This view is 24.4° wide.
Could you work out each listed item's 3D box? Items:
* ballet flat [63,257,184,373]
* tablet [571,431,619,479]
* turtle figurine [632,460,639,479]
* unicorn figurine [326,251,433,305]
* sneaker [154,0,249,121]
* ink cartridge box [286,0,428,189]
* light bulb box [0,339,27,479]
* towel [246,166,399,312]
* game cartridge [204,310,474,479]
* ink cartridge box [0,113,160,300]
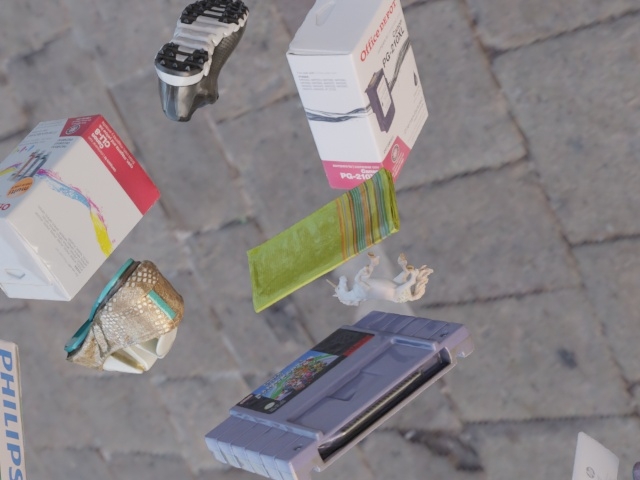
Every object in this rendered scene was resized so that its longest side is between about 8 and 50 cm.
[{"bbox_3d":[-0.151,0.073,1.147,0.067,0.073,0.206,40,159,-3],"label":"ballet flat"},{"bbox_3d":[0.265,0.229,1.430,0.054,0.083,0.006,35,133,-17],"label":"tablet"},{"bbox_3d":[0.401,0.235,1.362,0.234,0.175,0.118,-18,117,36],"label":"turtle figurine"},{"bbox_3d":[0.085,0.066,2.286,0.162,0.060,0.111,16,135,6],"label":"unicorn figurine"},{"bbox_3d":[-0.152,-0.226,1.860,0.078,0.234,0.106,14,126,8],"label":"sneaker"},{"bbox_3d":[0.055,-0.212,2.018,0.100,0.172,0.237,4,135,25],"label":"ink cartridge box"},{"bbox_3d":[-0.555,0.222,1.551,0.358,0.361,0.225,-16,70,23],"label":"light bulb box"},{"bbox_3d":[0.000,0.000,1.899,0.237,0.102,0.021,-31,134,26],"label":"towel"},{"bbox_3d":[0.023,0.216,2.133,0.230,0.355,0.068,11,128,51],"label":"game cartridge"},{"bbox_3d":[-0.300,-0.035,1.665,0.128,0.176,0.127,-1,133,45],"label":"ink cartridge box"}]
